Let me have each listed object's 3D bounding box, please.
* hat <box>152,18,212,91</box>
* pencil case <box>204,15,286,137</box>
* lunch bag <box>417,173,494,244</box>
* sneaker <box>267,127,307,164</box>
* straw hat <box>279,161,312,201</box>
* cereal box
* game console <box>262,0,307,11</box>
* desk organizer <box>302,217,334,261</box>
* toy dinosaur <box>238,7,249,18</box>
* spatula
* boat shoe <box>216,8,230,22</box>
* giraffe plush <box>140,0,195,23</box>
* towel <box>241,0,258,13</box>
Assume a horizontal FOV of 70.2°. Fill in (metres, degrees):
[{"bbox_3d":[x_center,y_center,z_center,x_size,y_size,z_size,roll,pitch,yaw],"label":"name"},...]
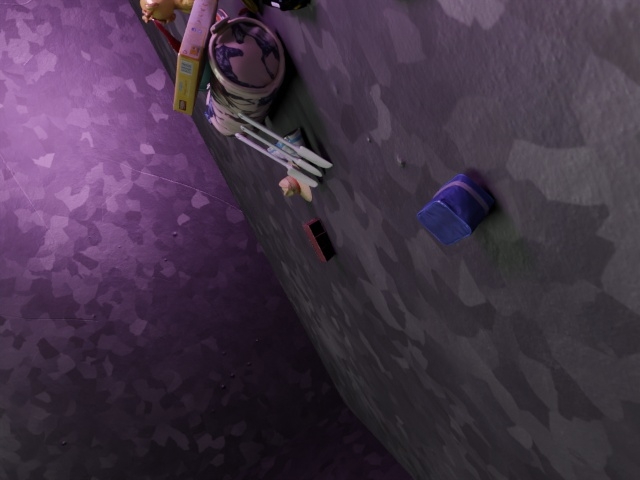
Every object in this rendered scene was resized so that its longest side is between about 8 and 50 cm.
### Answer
[{"bbox_3d":[-0.351,-0.551,1.350,0.172,0.208,0.184,11,120,13],"label":"hat"},{"bbox_3d":[-0.194,-0.370,1.086,0.183,0.160,0.410,36,170,-11],"label":"pencil case"},{"bbox_3d":[0.185,-0.042,0.626,0.067,0.065,0.098,44,164,1],"label":"lunch bag"},{"bbox_3d":[-0.080,-0.227,1.178,0.083,0.071,0.190,58,167,-12],"label":"sneaker"},{"bbox_3d":[-0.087,-0.161,1.338,0.144,0.061,0.144,55,165,23],"label":"straw hat"},{"bbox_3d":[-0.266,-0.420,0.986,0.173,0.047,0.240,131,149,-61],"label":"cereal box"},{"bbox_3d":[-0.135,-0.543,0.800,0.361,0.044,0.213,46,158,44],"label":"game console"},{"bbox_3d":[0.000,0.000,1.384,0.130,0.047,0.050,63,163,-11],"label":"desk organizer"},{"bbox_3d":[-0.175,-0.492,1.044,0.090,0.047,0.082,-120,28,-46],"label":"toy dinosaur"},{"bbox_3d":[-0.097,-0.212,1.097,0.242,0.019,0.168,29,166,-8],"label":"spatula"},{"bbox_3d":[-0.243,-0.534,1.185,0.137,0.043,0.049,62,168,-2],"label":"boat shoe"},{"bbox_3d":[-0.429,-0.681,1.274,0.210,0.170,0.181,58,165,10],"label":"giraffe plush"},{"bbox_3d":[-0.219,-0.577,0.973,0.237,0.021,0.102,54,-166,25],"label":"towel"}]
